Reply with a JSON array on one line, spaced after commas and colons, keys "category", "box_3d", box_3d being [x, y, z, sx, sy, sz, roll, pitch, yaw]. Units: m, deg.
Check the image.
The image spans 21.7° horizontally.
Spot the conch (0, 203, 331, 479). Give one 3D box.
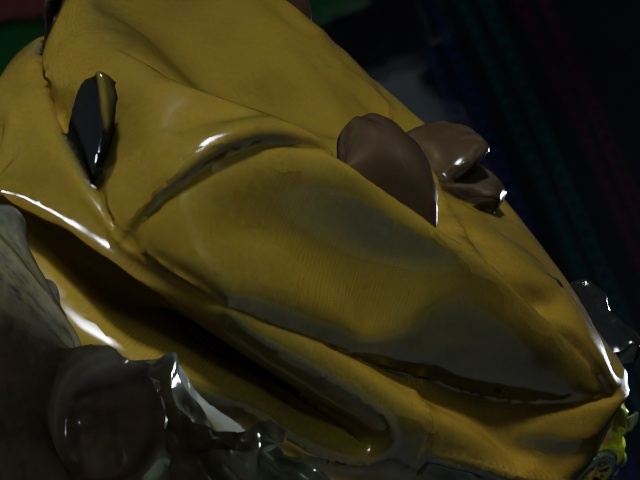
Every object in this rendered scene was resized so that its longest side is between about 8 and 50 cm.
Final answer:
[{"category": "conch", "box_3d": [-0.134, 0.057, 0.472, 0.291, 0.159, 0.210, 8, 9, 13]}]

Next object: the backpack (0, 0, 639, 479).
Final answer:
[{"category": "backpack", "box_3d": [-0.004, 0.004, 0.884, 0.378, 0.353, 0.201, 28, -71, -33]}]

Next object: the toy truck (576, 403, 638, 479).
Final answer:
[{"category": "toy truck", "box_3d": [0.123, 0.161, 1.351, 0.272, 0.124, 0.157, -23, -42, -24]}]
